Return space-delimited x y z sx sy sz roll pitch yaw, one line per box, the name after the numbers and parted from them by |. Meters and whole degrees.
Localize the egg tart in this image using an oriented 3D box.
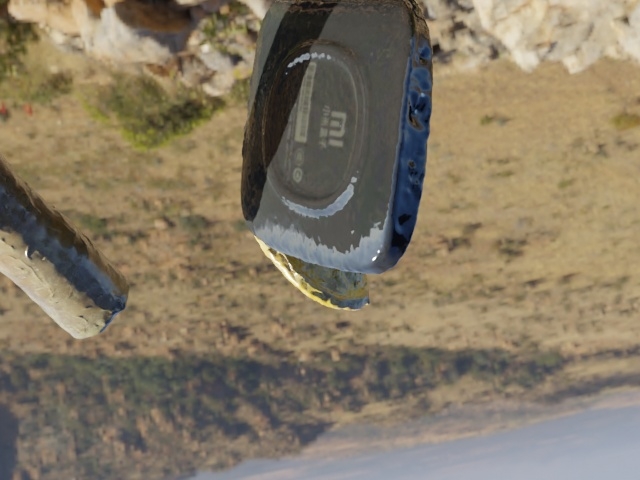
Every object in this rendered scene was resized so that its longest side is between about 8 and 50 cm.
0.000 0.000 1.506 0.106 0.241 0.241 -45 150 21 | egg tart

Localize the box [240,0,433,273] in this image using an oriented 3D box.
0.003 -0.088 0.772 0.042 0.212 0.201 5 -176 -42 | box

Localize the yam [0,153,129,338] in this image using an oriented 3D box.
-0.231 -0.027 0.687 0.066 0.066 0.299 -16 141 16 | yam
